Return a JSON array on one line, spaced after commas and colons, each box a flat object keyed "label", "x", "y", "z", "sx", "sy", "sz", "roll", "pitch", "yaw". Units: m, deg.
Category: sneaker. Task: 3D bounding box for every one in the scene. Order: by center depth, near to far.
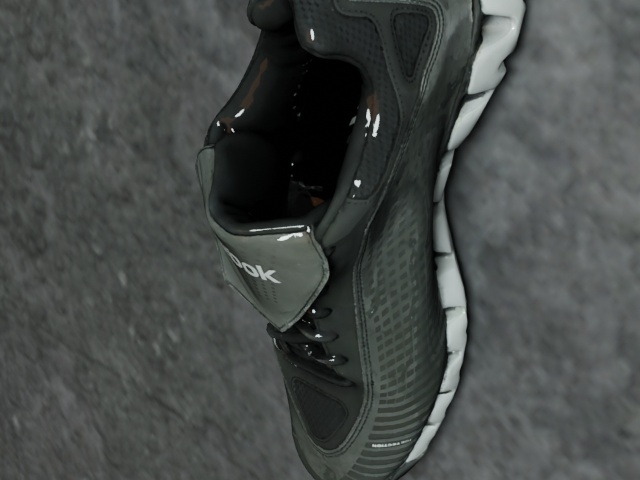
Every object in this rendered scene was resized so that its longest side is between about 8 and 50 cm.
[{"label": "sneaker", "x": 0.000, "y": 0.000, "z": 0.436, "sx": 0.078, "sy": 0.106, "sz": 0.234, "roll": 30, "pitch": 127, "yaw": 33}]
